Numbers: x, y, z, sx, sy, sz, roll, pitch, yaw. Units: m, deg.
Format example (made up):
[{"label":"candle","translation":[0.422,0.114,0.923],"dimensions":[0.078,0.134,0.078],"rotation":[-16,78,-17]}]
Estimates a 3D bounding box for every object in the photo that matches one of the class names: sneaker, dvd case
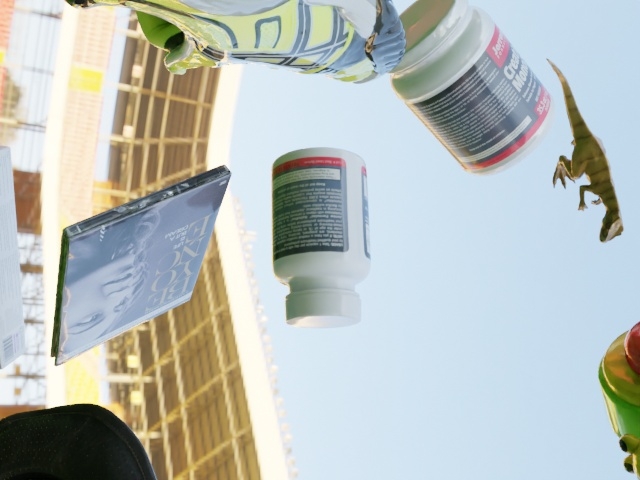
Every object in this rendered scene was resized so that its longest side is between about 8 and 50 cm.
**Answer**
[{"label":"sneaker","translation":[-0.043,-0.176,0.527],"dimensions":[0.147,0.384,0.145],"rotation":[-27,-100,12]},{"label":"dvd case","translation":[-0.176,0.029,0.775],"dimensions":[0.018,0.164,0.221],"rotation":[50,-37,18]}]

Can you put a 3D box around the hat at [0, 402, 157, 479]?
[{"label":"hat","translation":[-0.241,0.320,0.723],"dimensions":[0.331,0.134,0.331],"rotation":[-11,-126,16]}]

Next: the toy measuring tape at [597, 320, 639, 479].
[{"label":"toy measuring tape","translation":[0.311,0.083,0.669],"dimensions":[0.121,0.330,0.121],"rotation":[23,-46,27]}]

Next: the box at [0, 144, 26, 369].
[{"label":"box","translation":[-0.473,0.026,1.153],"dimensions":[0.067,0.063,0.324],"rotation":[-53,149,-65]}]

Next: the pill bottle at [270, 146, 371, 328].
[{"label":"pill bottle","translation":[0.000,0.000,0.879],"dimensions":[0.108,0.108,0.180],"rotation":[-27,-120,57]}]

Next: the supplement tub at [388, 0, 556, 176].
[{"label":"supplement tub","translation":[0.235,-0.254,1.319],"dimensions":[0.191,0.272,0.191],"rotation":[-36,-152,22]}]

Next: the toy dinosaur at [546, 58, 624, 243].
[{"label":"toy dinosaur","translation":[0.301,-0.104,0.918],"dimensions":[0.112,0.064,0.211],"rotation":[160,-92,-85]}]
